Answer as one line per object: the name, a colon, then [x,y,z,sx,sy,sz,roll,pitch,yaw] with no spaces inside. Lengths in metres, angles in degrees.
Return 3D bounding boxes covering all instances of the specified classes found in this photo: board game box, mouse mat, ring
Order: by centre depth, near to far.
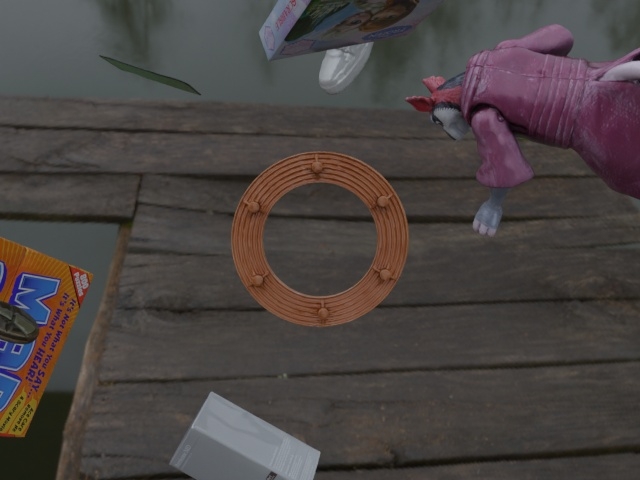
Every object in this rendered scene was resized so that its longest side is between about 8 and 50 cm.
board game box: [0.085,-0.433,1.188,0.319,0.318,0.065,-17,88,-21]
ring: [0.000,0.000,1.264,0.337,0.336,0.032,5,6,-2]
board game box: [-0.756,0.141,1.319,0.357,0.356,0.356,14,77,31]
mouse mat: [-0.352,-0.345,1.406,0.190,0.007,0.152,19,3,0]

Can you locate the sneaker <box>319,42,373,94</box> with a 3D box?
sneaker: [0.043,-0.468,1.408,0.108,0.169,0.292,22,83,41]

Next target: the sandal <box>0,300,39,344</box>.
sandal: [-0.496,0.115,0.922,0.220,0.060,0.090,10,13,-4]

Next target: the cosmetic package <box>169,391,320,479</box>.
cosmetic package: [-0.136,0.394,1.216,0.238,0.127,0.107,27,32,-4]

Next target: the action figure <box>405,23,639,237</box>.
action figure: [0.269,-0.142,0.734,0.371,0.276,0.247,10,77,19]
